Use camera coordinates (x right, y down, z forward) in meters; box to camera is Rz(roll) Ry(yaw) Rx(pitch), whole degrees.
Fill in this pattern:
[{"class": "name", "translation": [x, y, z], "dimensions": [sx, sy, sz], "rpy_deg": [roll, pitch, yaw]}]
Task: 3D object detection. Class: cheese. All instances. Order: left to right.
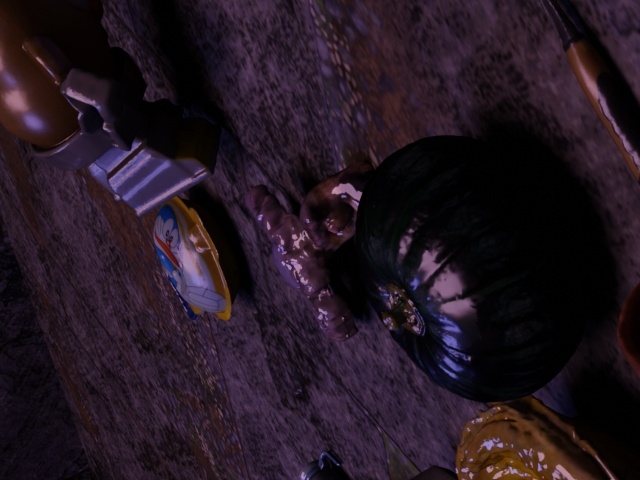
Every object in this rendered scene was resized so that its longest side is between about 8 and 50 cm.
[{"class": "cheese", "translation": [-0.156, 0.030, 2.012], "dimensions": [0.177, 0.069, 0.270], "rpy_deg": [60, 162, 10]}]

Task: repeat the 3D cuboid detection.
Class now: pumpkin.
[{"class": "pumpkin", "translation": [0.102, 0.021, 1.151], "dimensions": [0.202, 0.140, 0.202], "rpy_deg": [55, 164, 25]}]

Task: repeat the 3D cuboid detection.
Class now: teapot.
[{"class": "teapot", "translation": [0.009, 0.297, 1.954], "dimensions": [0.083, 0.049, 0.063], "rpy_deg": [47, 156, 42]}]

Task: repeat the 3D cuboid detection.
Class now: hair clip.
[{"class": "hair clip", "translation": [-0.006, 0.003, 1.546], "dimensions": [0.173, 0.069, 0.300], "rpy_deg": [60, 162, 11]}]

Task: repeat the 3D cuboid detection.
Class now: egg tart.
[{"class": "egg tart", "translation": [0.194, 0.207, 1.209], "dimensions": [0.241, 0.106, 0.241], "rpy_deg": [50, 158, 29]}]

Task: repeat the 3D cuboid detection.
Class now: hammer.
[{"class": "hammer", "translation": [0.157, -0.112, 0.995], "dimensions": [0.201, 0.021, 0.078], "rpy_deg": [61, 163, 10]}]

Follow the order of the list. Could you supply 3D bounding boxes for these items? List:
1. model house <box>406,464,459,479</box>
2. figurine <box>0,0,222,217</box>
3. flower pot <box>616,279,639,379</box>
[{"class": "model house", "translation": [0.136, 0.360, 1.491], "dimensions": [0.271, 0.178, 0.206], "rpy_deg": [25, 140, 59]}, {"class": "figurine", "translation": [-0.261, -0.164, 1.743], "dimensions": [0.285, 0.167, 0.342], "rpy_deg": [39, 155, -29]}, {"class": "flower pot", "translation": [0.253, 0.076, 0.751], "dimensions": [0.190, 0.190, 0.173], "rpy_deg": [30, 152, 60]}]
